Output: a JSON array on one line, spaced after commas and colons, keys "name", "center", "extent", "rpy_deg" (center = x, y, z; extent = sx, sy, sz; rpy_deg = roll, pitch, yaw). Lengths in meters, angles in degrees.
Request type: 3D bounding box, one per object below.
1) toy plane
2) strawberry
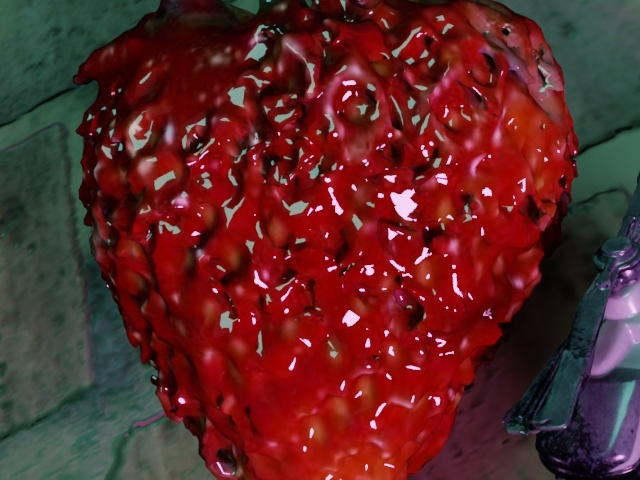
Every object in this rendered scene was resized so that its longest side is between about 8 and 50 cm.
[{"name": "toy plane", "center": [0.120, 0.022, 0.481], "extent": [0.053, 0.078, 0.197], "rpy_deg": [4, 40, 37]}, {"name": "strawberry", "center": [0.000, 0.000, 0.507], "extent": [0.184, 0.187, 0.201], "rpy_deg": [-35, 46, 55]}]
